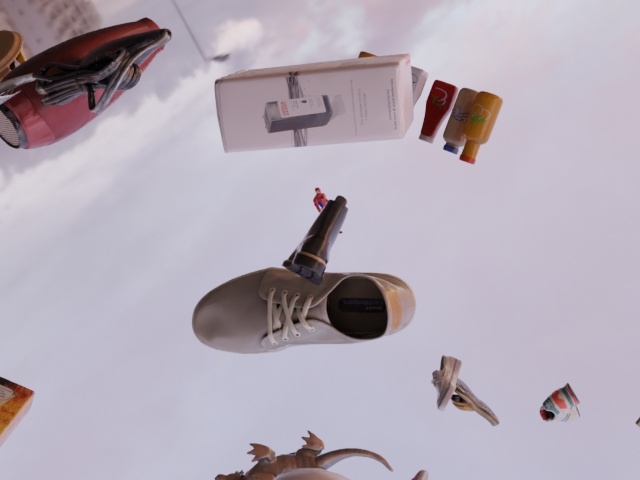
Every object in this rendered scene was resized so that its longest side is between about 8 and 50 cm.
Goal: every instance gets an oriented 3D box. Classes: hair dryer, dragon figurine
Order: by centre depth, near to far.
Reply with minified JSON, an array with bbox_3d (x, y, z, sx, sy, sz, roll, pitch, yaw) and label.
[{"bbox_3d":[-0.201,-0.136,0.803,0.224,0.080,0.293,-17,-155,13],"label":"hair dryer"},{"bbox_3d":[-0.039,0.366,1.418,0.289,0.144,0.085,-11,-118,-7],"label":"dragon figurine"}]

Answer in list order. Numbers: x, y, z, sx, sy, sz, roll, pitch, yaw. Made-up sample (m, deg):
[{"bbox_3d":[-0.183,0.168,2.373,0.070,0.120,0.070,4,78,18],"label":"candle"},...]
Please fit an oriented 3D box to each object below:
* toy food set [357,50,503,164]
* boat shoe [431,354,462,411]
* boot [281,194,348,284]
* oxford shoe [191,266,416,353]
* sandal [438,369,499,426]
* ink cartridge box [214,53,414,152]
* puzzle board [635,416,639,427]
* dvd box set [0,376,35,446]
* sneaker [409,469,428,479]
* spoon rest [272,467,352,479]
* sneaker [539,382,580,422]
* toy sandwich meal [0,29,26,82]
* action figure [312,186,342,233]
[{"bbox_3d":[0.152,-0.198,1.360,0.232,0.104,0.111,22,-172,15],"label":"toy food set"},{"bbox_3d":[0.169,0.195,1.251,0.035,0.035,0.100,24,-139,4],"label":"boat shoe"},{"bbox_3d":[0.000,0.000,1.571,0.137,0.077,0.198,-64,-170,-9],"label":"boot"},{"bbox_3d":[-0.045,0.134,1.725,0.450,0.169,0.130,-5,-177,15],"label":"oxford shoe"},{"bbox_3d":[0.327,0.363,2.033,0.049,0.180,0.072,-47,-176,12],"label":"sandal"},{"bbox_3d":[-0.002,-0.168,1.094,0.218,0.092,0.158,-2,-165,11],"label":"ink cartridge box"},{"bbox_3d":[0.565,0.280,1.452,0.096,0.128,0.011,-53,-144,2],"label":"puzzle board"},{"bbox_3d":[-0.764,0.348,1.696,0.420,0.308,0.062,-72,-174,-70],"label":"dvd box set"},{"bbox_3d":[0.168,0.526,1.864,0.070,0.051,0.134,22,-100,29],"label":"sneaker"},{"bbox_3d":[-0.068,0.316,0.984,0.276,0.137,0.084,-22,-134,26],"label":"spoon rest"},{"bbox_3d":[0.468,0.332,1.786,0.075,0.161,0.057,-26,-118,1],"label":"sneaker"},{"bbox_3d":[-0.347,-0.190,0.966,0.086,0.029,0.085,-13,-131,16],"label":"toy sandwich meal"},{"bbox_3d":[0.013,-0.059,1.861,0.038,0.115,0.030,-38,-156,-29],"label":"action figure"}]
